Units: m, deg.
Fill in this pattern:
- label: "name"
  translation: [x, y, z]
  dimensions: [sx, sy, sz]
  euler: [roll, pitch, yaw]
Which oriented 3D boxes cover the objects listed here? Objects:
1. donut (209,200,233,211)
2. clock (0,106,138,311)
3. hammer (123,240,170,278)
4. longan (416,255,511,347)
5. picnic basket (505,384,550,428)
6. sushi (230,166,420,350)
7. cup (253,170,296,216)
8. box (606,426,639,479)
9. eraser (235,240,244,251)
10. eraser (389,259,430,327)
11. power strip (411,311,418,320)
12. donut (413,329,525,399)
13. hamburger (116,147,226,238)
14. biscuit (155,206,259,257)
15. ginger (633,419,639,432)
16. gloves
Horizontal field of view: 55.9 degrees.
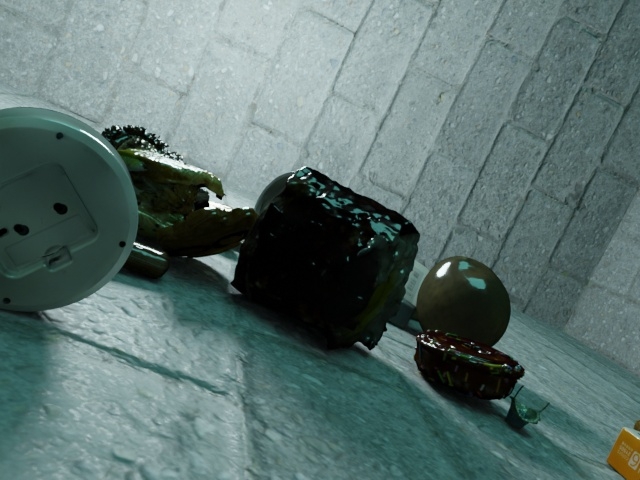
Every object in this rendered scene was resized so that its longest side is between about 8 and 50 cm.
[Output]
- label: "donut"
  translation: [-0.281, -0.043, 1.568]
  dimensions: [0.178, 0.065, 0.162]
  euler: [22, 24, 5]
- label: "clock"
  translation: [-0.331, -0.033, 0.696]
  dimensions: [0.230, 0.230, 0.083]
  euler: [22, 12, -29]
- label: "hammer"
  translation: [-0.423, -0.018, 0.954]
  dimensions: [0.409, 0.095, 0.242]
  euler: [27, 5, -32]
- label: "longan"
  translation: [0.373, 0.168, 1.581]
  dimensions: [0.258, 0.258, 0.258]
  euler: [25, 7, -3]
- label: "picnic basket"
  translation: [0.402, 0.331, 1.184]
  dimensions: [0.065, 0.083, 0.083]
  euler: [31, 10, 2]
- label: "sushi"
  translation: [0.021, 0.035, 1.181]
  dimensions: [0.294, 0.299, 0.281]
  euler: [30, 24, 25]
- label: "cup"
  translation: [0.000, 0.000, 1.744]
  dimensions: [0.274, 0.259, 0.356]
  euler: [18, 41, -49]
- label: "box"
  translation: [0.711, 0.478, 1.124]
  dimensions: [0.221, 0.091, 0.274]
  euler: [23, 6, -12]
- label: "eraser"
  translation: [-0.206, 0.016, 1.627]
  dimensions: [0.122, 0.029, 0.052]
  euler: [27, 7, 14]
- label: "eraser"
  translation: [0.250, 0.145, 1.743]
  dimensions: [0.089, 0.061, 0.352]
  euler: [36, 25, 3]
- label: "power strip"
  translation: [0.258, 0.190, 1.822]
  dimensions: [0.387, 0.066, 0.092]
  euler: [22, 10, -26]
- label: "donut"
  translation: [0.303, 0.259, 1.247]
  dimensions: [0.235, 0.089, 0.235]
  euler: [16, 3, -1]
- label: "hamburger"
  translation: [-0.367, -0.099, 1.273]
  dimensions: [0.288, 0.167, 0.192]
  euler: [19, 9, 13]
- label: "biscuit"
  translation: [-0.216, -0.010, 1.207]
  dimensions: [0.208, 0.041, 0.290]
  euler: [-16, -10, -8]
- label: "ginger"
  translation: [0.875, 0.509, 1.440]
  dimensions: [0.309, 0.107, 0.133]
  euler: [28, -8, -6]
- label: "gloves"
  translation: [-0.432, -0.157, 1.489]
  dimensions: [0.312, 0.210, 0.135]
  euler: [50, -17, 15]
